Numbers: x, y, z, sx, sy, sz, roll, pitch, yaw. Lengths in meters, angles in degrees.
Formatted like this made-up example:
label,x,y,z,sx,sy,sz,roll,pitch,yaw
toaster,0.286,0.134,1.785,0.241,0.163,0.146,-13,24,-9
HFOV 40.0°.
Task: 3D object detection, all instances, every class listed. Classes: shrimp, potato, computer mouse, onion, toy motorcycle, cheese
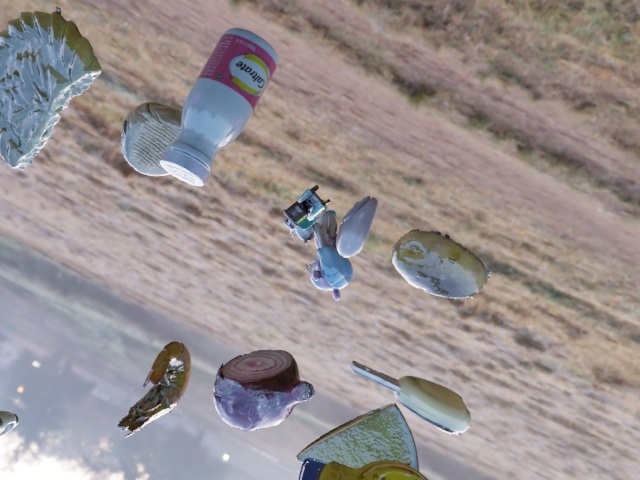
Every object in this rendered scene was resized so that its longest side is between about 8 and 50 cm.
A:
label,x,y,z,sx,sy,sz,roll,pitch,yaw
shrimp,-0.333,0.307,1.803,0.068,0.248,0.150,7,126,20
potato,0.117,0.551,2.072,0.255,0.269,0.112,63,-179,5
computer mouse,0.048,-0.022,1.257,0.039,0.096,0.066,22,170,-7
onion,-0.099,0.309,1.768,0.218,0.139,0.195,4,-172,32
potato,0.275,0.055,2.100,0.243,0.098,0.138,13,141,25
toy motorcycle,-0.030,-0.061,1.807,0.058,0.100,0.173,51,175,4
cheese,0.093,0.442,1.518,0.270,0.177,0.069,16,131,1
cheese,0.169,0.291,1.698,0.252,0.054,0.127,27,-168,-13

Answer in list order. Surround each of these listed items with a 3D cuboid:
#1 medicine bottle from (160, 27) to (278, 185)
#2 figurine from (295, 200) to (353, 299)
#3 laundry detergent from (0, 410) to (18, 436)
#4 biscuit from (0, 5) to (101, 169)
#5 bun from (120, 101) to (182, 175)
label,x,y,z,sx,sy,sz,roll,pitch,yaw
medicine bottle,-0.141,-0.183,1.214,0.090,0.216,0.090,24,165,7
figurine,0.014,0.000,2.103,0.103,0.260,0.205,-17,135,18
laundry detergent,-0.817,0.458,2.170,0.070,0.099,0.226,66,-172,9
biscuit,-0.444,-0.244,1.329,0.036,0.273,0.187,-16,-112,-52
bun,-0.369,-0.237,1.967,0.113,0.167,0.173,-121,15,-45
